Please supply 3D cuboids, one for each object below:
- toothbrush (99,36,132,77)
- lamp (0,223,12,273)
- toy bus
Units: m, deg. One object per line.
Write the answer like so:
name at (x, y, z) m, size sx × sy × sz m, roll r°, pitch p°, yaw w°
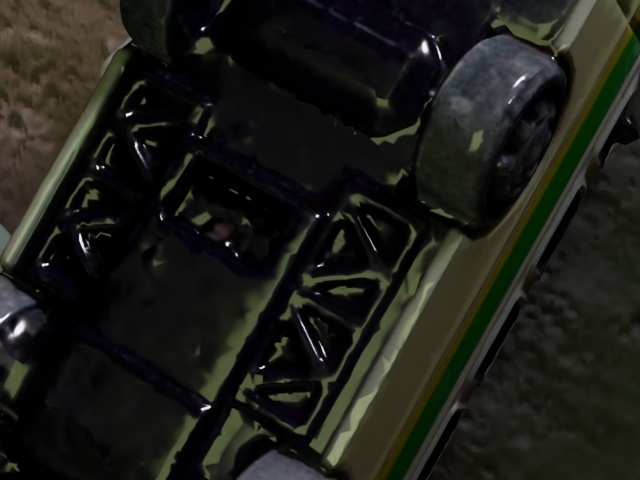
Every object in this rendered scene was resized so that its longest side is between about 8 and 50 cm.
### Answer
toothbrush at (0.010, -0.143, 0.716) m, size 0.286 × 0.025 × 0.020 m, roll -37°, pitch 79°, yaw 27°
lamp at (-0.178, 0.079, 0.759) m, size 0.244 × 0.198 × 0.198 m, roll 32°, pitch 111°, yaw 2°
toy bus at (0.000, 0.000, 0.624) m, size 0.143 × 0.179 × 0.305 m, roll 29°, pitch 90°, yaw 22°
